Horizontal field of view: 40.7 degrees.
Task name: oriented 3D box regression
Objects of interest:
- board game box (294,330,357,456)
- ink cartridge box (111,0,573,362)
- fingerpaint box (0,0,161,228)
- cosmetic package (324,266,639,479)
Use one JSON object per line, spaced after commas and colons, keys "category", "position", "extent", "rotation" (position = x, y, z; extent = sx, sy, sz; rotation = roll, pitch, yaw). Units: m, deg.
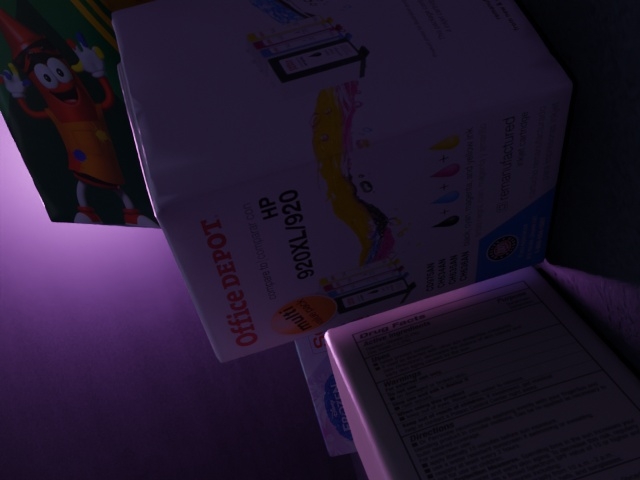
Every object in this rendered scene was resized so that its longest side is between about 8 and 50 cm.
{"category": "board game box", "position": [0.027, 0.063, 1.099], "extent": [0.318, 0.065, 0.318], "rotation": [-32, -74, -75]}
{"category": "ink cartridge box", "position": [0.009, -0.060, 0.553], "extent": [0.171, 0.232, 0.168], "rotation": [80, 171, -53]}
{"category": "fingerpaint box", "position": [-0.152, -0.292, 0.844], "extent": [0.445, 0.163, 0.371], "rotation": [-64, -29, -46]}
{"category": "cosmetic package", "position": [0.119, 0.150, 0.485], "extent": [0.309, 0.160, 0.113], "rotation": [-115, 9, -62]}
